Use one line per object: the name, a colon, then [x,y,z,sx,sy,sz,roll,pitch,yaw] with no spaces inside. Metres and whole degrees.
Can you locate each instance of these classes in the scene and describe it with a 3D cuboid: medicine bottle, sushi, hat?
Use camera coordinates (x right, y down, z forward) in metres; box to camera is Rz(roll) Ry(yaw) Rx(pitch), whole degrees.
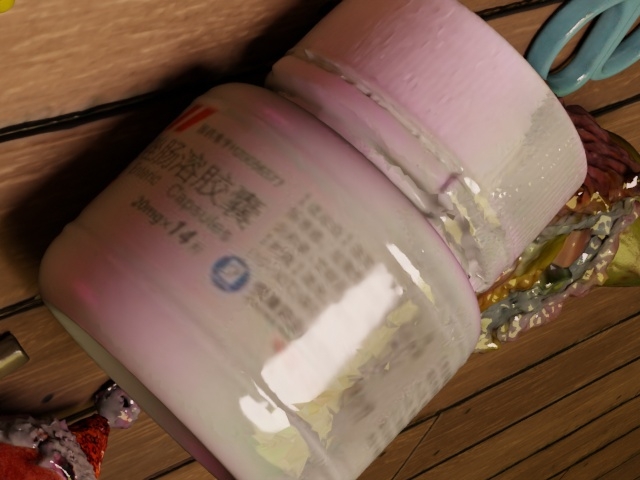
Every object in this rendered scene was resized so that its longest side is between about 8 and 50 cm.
medicine bottle: [0.000,0.000,1.034,0.302,0.241,0.241,-46,160,-12]
sushi: [0.115,-0.015,1.301,0.270,0.171,0.236,-14,147,-45]
hat: [-0.203,0.165,1.220,0.227,0.140,0.128,-46,132,-66]

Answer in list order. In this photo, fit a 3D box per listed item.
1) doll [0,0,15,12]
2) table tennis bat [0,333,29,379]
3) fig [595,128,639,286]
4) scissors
doll: [-0.078,-0.199,0.696,0.237,0.111,0.252,-32,148,-23]
table tennis bat: [-0.303,0.140,1.110,0.234,0.022,0.131,-34,158,-10]
fig: [0.283,0.003,1.492,0.151,0.259,0.151,-42,160,-19]
scissors: [0.308,-0.285,1.280,0.193,0.029,0.447,-20,151,-41]
